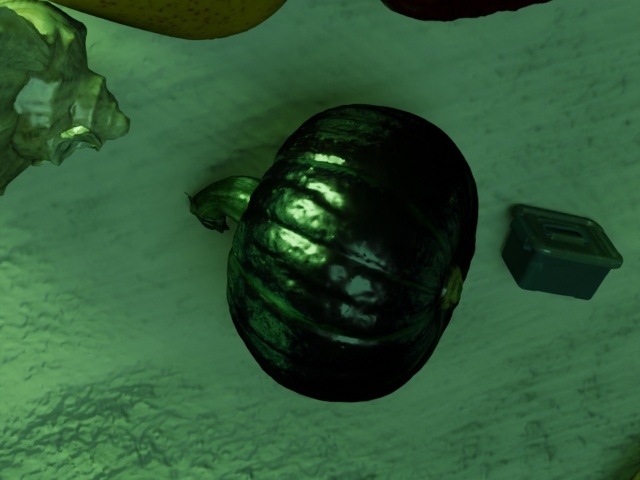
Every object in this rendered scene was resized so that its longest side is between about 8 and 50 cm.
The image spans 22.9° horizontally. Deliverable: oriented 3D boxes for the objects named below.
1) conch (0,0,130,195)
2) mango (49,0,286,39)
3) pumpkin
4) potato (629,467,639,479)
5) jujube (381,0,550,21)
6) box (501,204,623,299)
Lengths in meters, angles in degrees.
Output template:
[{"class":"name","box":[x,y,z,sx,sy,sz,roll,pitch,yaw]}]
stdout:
[{"class":"conch","box":[-0.283,-0.101,1.140,0.291,0.210,0.159,4,96,-6]},{"class":"mango","box":[-0.144,-0.233,1.138,0.290,0.191,0.160,10,102,-18]},{"class":"pumpkin","box":[0.000,0.000,1.286,0.248,0.248,0.248,-8,115,-16]},{"class":"potato","box":[0.343,0.291,1.585,0.109,0.118,0.178,14,127,12]},{"class":"jujube","box":[0.185,-0.288,1.229,0.342,0.216,0.216,-24,119,1]},{"class":"box","box":[0.215,0.014,1.439,0.099,0.074,0.054,11,123,-23]}]
